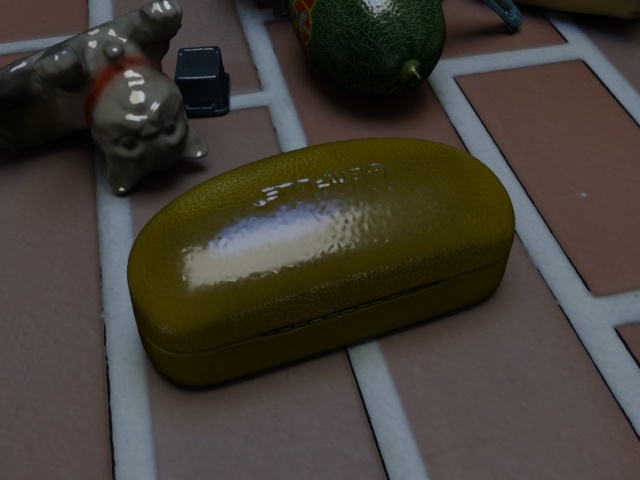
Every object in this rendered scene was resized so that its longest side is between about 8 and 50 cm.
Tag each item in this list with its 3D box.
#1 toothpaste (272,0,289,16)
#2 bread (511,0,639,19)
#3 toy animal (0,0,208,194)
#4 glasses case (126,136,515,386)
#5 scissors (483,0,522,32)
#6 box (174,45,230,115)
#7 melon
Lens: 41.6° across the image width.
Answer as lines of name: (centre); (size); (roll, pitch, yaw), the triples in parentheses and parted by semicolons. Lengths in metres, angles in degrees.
toothpaste: (0.057, -0.388, 1.292); (0.266, 0.061, 0.096); (-7, 44, 2)
bread: (0.385, -0.520, 1.276); (0.394, 0.250, 0.361); (22, 47, 24)
toy animal: (-0.296, -0.138, 0.976); (0.308, 0.188, 0.266); (-33, 29, -16)
glasses case: (0.000, 0.000, 0.805); (0.372, 0.141, 0.173); (-15, 44, -15)
scissors: (0.160, -0.386, 1.102); (0.032, 0.393, 0.180); (-29, 50, 32)
box: (-0.156, -0.210, 1.095); (0.074, 0.054, 0.099); (-2, 42, -3)
melon: (0.059, -0.285, 1.082); (0.182, 0.182, 0.287); (-18, 45, -17)
